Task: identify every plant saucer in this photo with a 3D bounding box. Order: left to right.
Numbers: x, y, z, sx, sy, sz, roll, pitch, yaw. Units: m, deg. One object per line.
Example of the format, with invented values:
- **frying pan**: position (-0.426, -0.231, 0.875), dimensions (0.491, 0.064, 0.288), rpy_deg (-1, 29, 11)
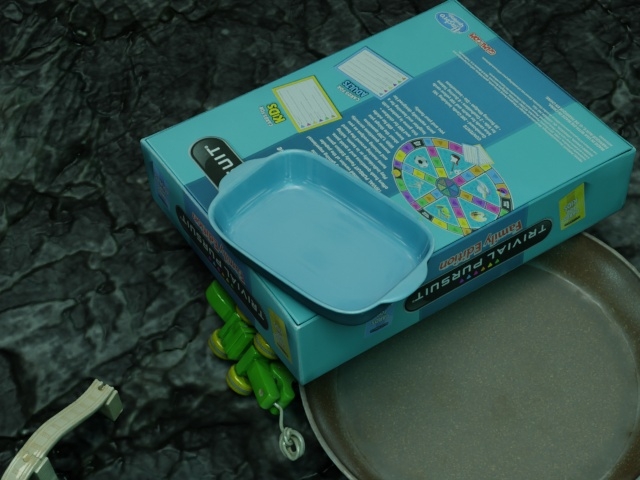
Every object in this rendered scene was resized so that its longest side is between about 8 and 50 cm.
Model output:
- **plant saucer**: position (0.137, 0.108, 1.047), dimensions (0.310, 0.050, 0.311), rpy_deg (-2, 52, 2)

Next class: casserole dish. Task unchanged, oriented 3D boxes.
- **casserole dish**: position (0.000, 0.000, 0.971), dimensions (0.188, 0.037, 0.114), rpy_deg (34, 58, 28)

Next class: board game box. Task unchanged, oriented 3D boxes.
- **board game box**: position (0.055, -0.057, 1.097), dimensions (0.336, 0.079, 0.254), rpy_deg (-27, 52, -19)

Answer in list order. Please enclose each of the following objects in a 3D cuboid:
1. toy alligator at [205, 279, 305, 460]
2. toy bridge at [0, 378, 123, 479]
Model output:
- **toy alligator**: position (-0.042, 0.107, 1.061), dimensions (0.051, 0.056, 0.190), rpy_deg (10, 38, -43)
- **toy bridge**: position (-0.223, 0.185, 1.003), dimensions (0.026, 0.063, 0.188), rpy_deg (23, 57, 20)
